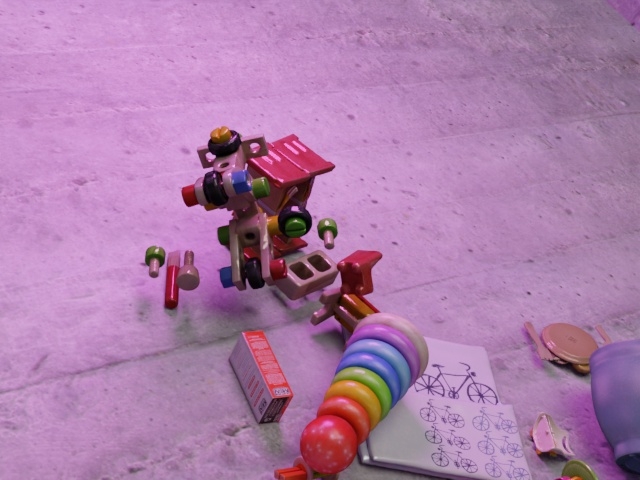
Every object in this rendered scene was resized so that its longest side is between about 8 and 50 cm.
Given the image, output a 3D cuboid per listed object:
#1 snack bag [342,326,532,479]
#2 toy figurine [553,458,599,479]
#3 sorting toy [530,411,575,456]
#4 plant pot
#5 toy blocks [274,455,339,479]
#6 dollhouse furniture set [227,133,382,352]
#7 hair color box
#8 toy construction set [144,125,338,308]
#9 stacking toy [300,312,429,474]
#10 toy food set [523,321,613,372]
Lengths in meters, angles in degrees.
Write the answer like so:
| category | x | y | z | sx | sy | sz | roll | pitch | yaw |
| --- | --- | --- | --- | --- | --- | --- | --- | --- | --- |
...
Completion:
| category | x | y | z | sx | sy | sz | roll | pitch | yaw |
| --- | --- | --- | --- | --- | --- | --- | --- | --- | --- |
| snack bag | 0.203 | 0.283 | 2.076 | 0.323 | 0.037 | 0.343 | 13 | 39 | -18 |
| toy figurine | 0.380 | 0.465 | 1.937 | 0.159 | 0.130 | 0.173 | -8 | 73 | -21 |
| sorting toy | 0.429 | 0.365 | 2.117 | 0.075 | 0.045 | 0.083 | 19 | 37 | -23 |
| plant pot | 0.633 | 0.323 | 2.128 | 0.293 | 0.293 | 0.196 | 17 | 65 | -14 |
| toy blocks | -0.027 | 0.390 | 1.790 | 0.148 | 0.054 | 0.123 | -6 | 49 | -36 |
| dollhouse furniture set | 0.000 | 0.000 | 2.126 | 0.374 | 0.201 | 0.152 | 41 | 39 | 24 |
| hair color box | -0.100 | 0.225 | 1.925 | 0.043 | 0.072 | 0.141 | -1 | 46 | -32 |
| toy construction set | -0.169 | -0.051 | 2.025 | 0.257 | 0.308 | 0.237 | 40 | 27 | -31 |
| stacking toy | 0.057 | 0.254 | 1.878 | 0.141 | 0.141 | 0.330 | 33 | 38 | 7 |
| toy food set | 0.503 | 0.217 | 2.346 | 0.192 | 0.039 | 0.132 | 5 | 35 | -20 |
